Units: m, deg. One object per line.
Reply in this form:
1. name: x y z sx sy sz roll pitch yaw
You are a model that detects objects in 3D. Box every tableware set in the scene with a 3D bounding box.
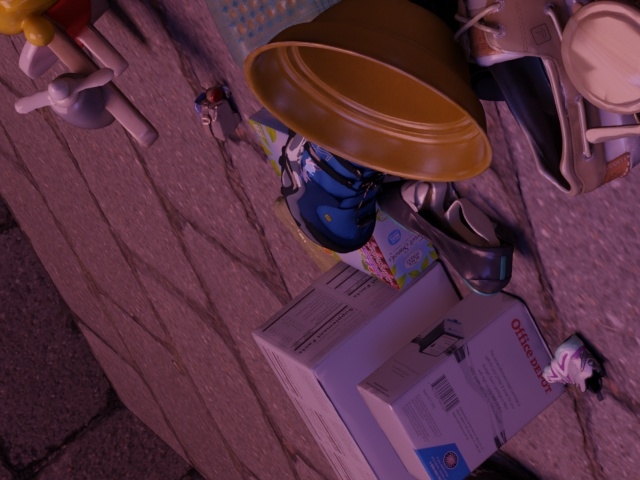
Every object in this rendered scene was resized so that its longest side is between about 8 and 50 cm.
1. tableware set: 0.259 -0.140 1.210 0.194 0.039 0.128 -4 112 42

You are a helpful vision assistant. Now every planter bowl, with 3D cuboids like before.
1. planter bowl: 0.053 -0.139 1.415 0.217 0.090 0.217 20 161 7

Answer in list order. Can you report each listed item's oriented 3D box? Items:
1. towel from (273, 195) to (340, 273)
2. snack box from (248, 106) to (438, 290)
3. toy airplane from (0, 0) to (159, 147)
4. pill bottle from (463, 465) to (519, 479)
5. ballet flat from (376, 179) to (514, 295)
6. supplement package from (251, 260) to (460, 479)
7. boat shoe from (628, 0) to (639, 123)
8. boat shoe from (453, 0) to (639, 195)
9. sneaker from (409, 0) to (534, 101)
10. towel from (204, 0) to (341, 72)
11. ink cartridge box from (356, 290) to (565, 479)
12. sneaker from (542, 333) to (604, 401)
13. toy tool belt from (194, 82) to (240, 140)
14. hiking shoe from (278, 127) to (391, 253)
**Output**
1. towel: 0.000 0.000 2.229 0.148 0.027 0.110 53 162 -9
2. snack box: 0.026 -0.060 1.970 0.174 0.070 0.207 27 150 52
3. toy airplane: -0.383 -0.295 2.166 0.386 0.272 0.384 24 149 55
4. pill bottle: 0.215 0.383 2.254 0.162 0.162 0.278 57 161 -19
5. ballet flat: 0.133 -0.024 1.801 0.203 0.074 0.074 45 163 38
6. supplement package: 0.083 0.164 2.061 0.145 0.204 0.262 26 150 55
7. boat shoe: 0.239 -0.154 1.282 0.056 0.048 0.153 33 156 44
8. boat shoe: 0.161 -0.174 1.342 0.302 0.103 0.113 55 164 -10
9. sneaker: 0.104 -0.196 1.481 0.232 0.081 0.090 33 161 44
10. towel: -0.063 -0.345 1.467 0.271 0.040 0.370 -16 105 48
11. ink cartridge box: 0.157 0.163 1.895 0.082 0.190 0.140 24 148 58
12. sneaker: 0.274 0.146 1.827 0.069 0.038 0.098 46 163 16
13. toy tool belt: -0.140 -0.169 2.193 0.051 0.052 0.083 27 152 34
14. hiking shoe: 0.036 -0.093 1.740 0.132 0.113 0.304 32 143 33
